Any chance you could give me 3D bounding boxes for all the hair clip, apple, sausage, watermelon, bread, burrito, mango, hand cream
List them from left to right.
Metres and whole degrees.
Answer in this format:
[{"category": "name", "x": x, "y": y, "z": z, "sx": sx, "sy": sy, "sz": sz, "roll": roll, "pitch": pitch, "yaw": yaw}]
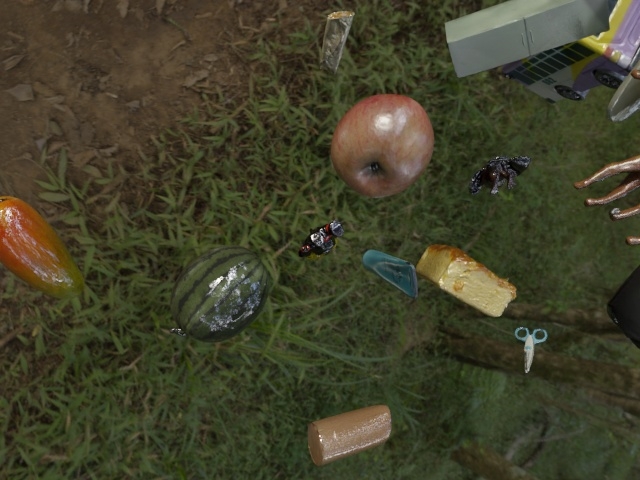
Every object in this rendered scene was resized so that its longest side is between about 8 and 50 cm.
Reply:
[{"category": "mango", "x": -0.642, "y": 0.029, "z": 1.258, "sx": 0.289, "sy": 0.146, "sz": 0.129, "roll": 54, "pitch": 52, "yaw": -27}, {"category": "watermelon", "x": -0.330, "y": 0.179, "z": 1.794, "sx": 0.359, "sy": 0.279, "sz": 0.279, "roll": -48, "pitch": 125, "yaw": -6}, {"category": "burrito", "x": 0.047, "y": -0.663, "z": 1.866, "sx": 0.060, "sy": 0.087, "sz": 0.226, "roll": -58, "pitch": 168, "yaw": -46}, {"category": "sausage", "x": 0.091, "y": 0.570, "z": 1.648, "sx": 0.252, "sy": 0.123, "sz": 0.123, "roll": -7, "pitch": 105, "yaw": -25}, {"category": "apple", "x": 0.194, "y": -0.289, "z": 1.778, "sx": 0.344, "sy": 0.344, "sz": 0.269, "roll": 29, "pitch": 52, "yaw": -38}, {"category": "hand cream", "x": 0.158, "y": 0.067, "z": 1.285, "sx": 0.048, "sy": 0.224, "sz": 0.083, "roll": -13, "pitch": 106, "yaw": -19}, {"category": "bread", "x": 0.359, "y": 0.093, "z": 1.409, "sx": 0.184, "sy": 0.275, "sz": 0.114, "roll": 28, "pitch": 94, "yaw": -2}, {"category": "hair clip", "x": 0.577, "y": -0.289, "z": 0.913, "sx": 0.172, "sy": 0.113, "sz": 0.282, "roll": 15, "pitch": 104, "yaw": -43}]

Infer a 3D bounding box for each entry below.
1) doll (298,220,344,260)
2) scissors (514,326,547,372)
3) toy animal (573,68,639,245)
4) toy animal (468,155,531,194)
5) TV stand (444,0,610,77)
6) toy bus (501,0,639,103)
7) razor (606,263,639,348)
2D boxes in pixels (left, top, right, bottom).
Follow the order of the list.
[{"category": "doll", "x": 0.000, "y": 0.003, "z": 1.502, "sx": 0.127, "sy": 0.248, "sz": 0.088, "roll": -5, "pitch": 82, "yaw": -12}, {"category": "scissors", "x": 0.381, "y": 0.198, "z": 1.018, "sx": 0.119, "sy": 0.058, "sz": 0.014, "roll": -53, "pitch": 138, "yaw": -51}, {"category": "toy animal", "x": 0.450, "y": -0.126, "z": 0.766, "sx": 0.229, "sy": 0.224, "sz": 0.066, "roll": -35, "pitch": 148, "yaw": 1}, {"category": "toy animal", "x": 0.564, "y": -0.221, "z": 1.804, "sx": 0.218, "sy": 0.179, "sz": 0.116, "roll": -26, "pitch": 99, "yaw": 2}, {"category": "TV stand", "x": 0.373, "y": -0.391, "z": 1.020, "sx": 0.088, "sy": 0.269, "sz": 0.083, "roll": -81, "pitch": 149, "yaw": -44}, {"category": "toy bus", "x": 0.656, "y": -0.517, "z": 1.441, "sx": 0.249, "sy": 0.440, "sz": 0.209, "roll": 27, "pitch": 94, "yaw": -4}, {"category": "razor", "x": 0.693, "y": 0.071, "z": 0.985, "sx": 0.349, "sy": 0.204, "sz": 0.113, "roll": -45, "pitch": 139, "yaw": 6}]
